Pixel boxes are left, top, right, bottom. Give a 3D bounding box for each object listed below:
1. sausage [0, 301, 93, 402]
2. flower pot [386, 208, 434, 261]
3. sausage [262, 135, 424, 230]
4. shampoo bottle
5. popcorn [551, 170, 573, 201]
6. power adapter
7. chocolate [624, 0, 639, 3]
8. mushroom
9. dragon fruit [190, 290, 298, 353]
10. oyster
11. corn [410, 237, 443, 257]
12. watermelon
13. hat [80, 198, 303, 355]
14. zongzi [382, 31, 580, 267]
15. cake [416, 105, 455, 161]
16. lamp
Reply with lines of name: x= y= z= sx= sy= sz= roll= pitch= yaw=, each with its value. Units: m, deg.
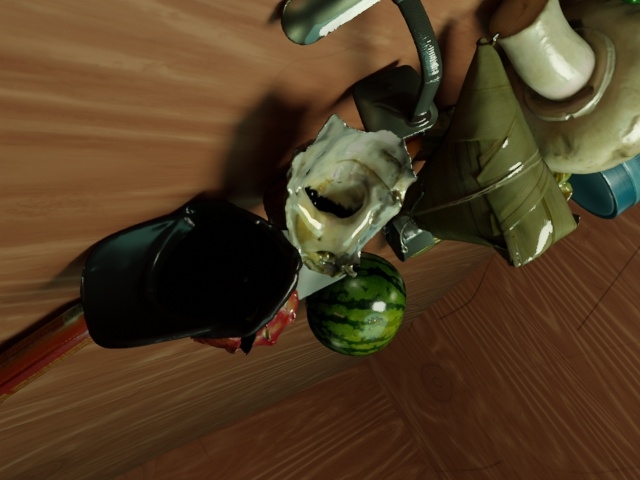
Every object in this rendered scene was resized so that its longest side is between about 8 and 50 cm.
sausage: x=-0.463 y=0.181 z=0.866 sx=0.264 sy=0.083 sz=0.083 roll=-34 pitch=160 yaw=-3
flower pot: x=0.257 y=-0.023 z=1.452 sx=0.108 sy=0.103 sz=0.229 roll=-32 pitch=160 yaw=-3
sausage: x=0.044 y=-0.121 z=0.926 sx=0.330 sy=0.102 sz=0.102 roll=-27 pitch=158 yaw=-16
shampoo bottle: x=0.850 y=-0.290 z=1.426 sx=0.343 sy=0.331 sz=0.331 roll=-38 pitch=159 yaw=6
popcorn: x=0.530 y=-0.184 z=1.330 sx=0.224 sy=0.270 sz=0.257 roll=-52 pitch=-162 yaw=46
power adapter: x=0.000 y=0.000 z=1.094 sx=0.187 sy=0.124 sz=0.255 roll=-25 pitch=157 yaw=-26
chocolate: x=0.550 y=-0.516 z=0.710 sx=0.360 sy=0.161 sz=0.341 roll=-20 pitch=152 yaw=-32
mushroom: x=0.456 y=-0.303 z=0.915 sx=0.315 sy=0.356 sz=0.315 roll=-41 pitch=-177 yaw=3
dragon fruit: x=-0.174 y=0.128 z=1.015 sx=0.268 sy=0.205 sz=0.210 roll=-1 pitch=110 yaw=-19
oyster: x=0.029 y=-0.066 z=0.799 sx=0.271 sy=0.100 sz=0.275 roll=-30 pitch=128 yaw=24
corn: x=0.364 y=-0.016 z=1.664 sx=0.231 sy=0.080 sz=0.080 roll=-26 pitch=158 yaw=-17
watermelon: x=0.097 y=0.169 z=1.385 sx=0.285 sy=0.285 sz=0.285 roll=-29 pitch=159 yaw=-12
hat: x=-0.196 y=0.077 z=0.834 sx=0.336 sy=0.238 sz=0.209 roll=-16 pitch=160 yaw=-5
zongzi: x=0.243 y=-0.161 z=1.013 sx=0.181 sy=0.418 sz=0.447 roll=-35 pitch=-158 yaw=-22
cake: x=0.257 y=-0.211 z=1.059 sx=0.225 sy=0.090 sz=0.109 roll=-23 pitch=161 yaw=-25
lamp: x=0.068 y=-0.233 z=0.689 sx=0.203 sy=0.124 sz=0.283 roll=-23 pitch=156 yaw=-2
